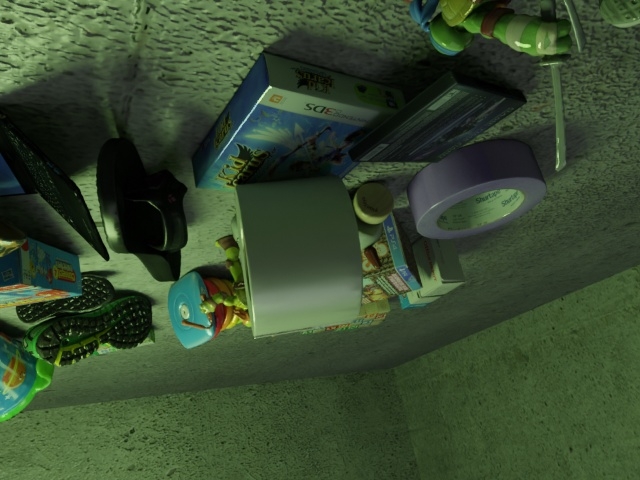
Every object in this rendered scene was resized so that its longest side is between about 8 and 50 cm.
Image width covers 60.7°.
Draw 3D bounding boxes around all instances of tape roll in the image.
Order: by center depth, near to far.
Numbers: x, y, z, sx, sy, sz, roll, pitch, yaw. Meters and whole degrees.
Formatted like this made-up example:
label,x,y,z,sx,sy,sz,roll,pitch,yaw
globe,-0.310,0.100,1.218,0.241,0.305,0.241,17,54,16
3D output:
label,x,y,z,sx,sy,sz,roll,pitch,yaw
tape roll,-0.042,0.022,0.891,0.168,0.246,0.246,-8,158,-10
tape roll,0.327,-0.099,1.159,0.274,0.090,0.275,-10,157,-4

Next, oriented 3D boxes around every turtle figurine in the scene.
label,x,y,z,sx,sy,sz,roll,pitch,yaw
turtle figurine,0.241,-0.277,0.554,0.197,0.274,0.266,-41,165,-26
turtle figurine,-0.175,0.099,1.199,0.269,0.218,0.087,2,154,-30

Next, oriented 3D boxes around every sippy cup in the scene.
label,x,y,z,sx,sy,sz,roll,pitch,yaw
sippy cup,-0.873,0.325,1.400,0.305,0.240,0.224,-31,153,-22

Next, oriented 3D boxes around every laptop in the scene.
label,x,y,z,sx,sy,sz,roll,pitch,yaw
laptop,-0.452,-0.063,0.767,0.136,0.264,0.234,-44,170,-24

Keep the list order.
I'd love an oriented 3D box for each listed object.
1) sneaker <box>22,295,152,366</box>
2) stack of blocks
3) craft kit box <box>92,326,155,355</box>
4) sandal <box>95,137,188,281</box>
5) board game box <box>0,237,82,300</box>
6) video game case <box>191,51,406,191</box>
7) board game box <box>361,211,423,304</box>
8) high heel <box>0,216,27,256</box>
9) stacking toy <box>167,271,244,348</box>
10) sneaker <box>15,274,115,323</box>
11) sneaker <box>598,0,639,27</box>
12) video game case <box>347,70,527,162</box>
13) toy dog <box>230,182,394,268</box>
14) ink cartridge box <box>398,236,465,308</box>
label,x,y,z,sx,sy,sz,roll,pitch,yaw
sneaker,-0.569,0.209,1.371,0.146,0.134,0.343,5,-174,33
stack of blocks,0.071,0.246,1.859,0.296,0.087,0.171,-8,158,-10
craft kit box,-0.641,0.276,1.603,0.249,0.061,0.247,-11,155,-4
sandal,-0.261,-0.041,0.902,0.106,0.168,0.446,-4,166,-4
board game box,-0.632,0.074,0.976,0.307,0.086,0.302,-9,172,-7
video game case,-0.039,-0.158,0.861,0.244,0.061,0.269,4,153,-34
board game box,0.083,0.069,1.366,0.290,0.141,0.232,-18,157,13
high heel,-0.526,-0.064,0.734,0.186,0.093,0.261,-1,145,-1
stacking toy,-0.232,0.164,1.452,0.301,0.175,0.165,-6,163,-45
sneaker,-0.588,0.129,1.275,0.234,0.084,0.097,-12,-177,2
sneaker,0.479,-0.345,0.631,0.129,0.111,0.297,3,155,-47
video game case,0.194,-0.183,0.870,0.196,0.026,0.274,-34,166,37
toy dog,0.000,0.000,1.128,0.333,0.161,0.220,-15,158,7
ink cartridge box,0.291,0.085,1.506,0.085,0.148,0.203,1,155,-27
